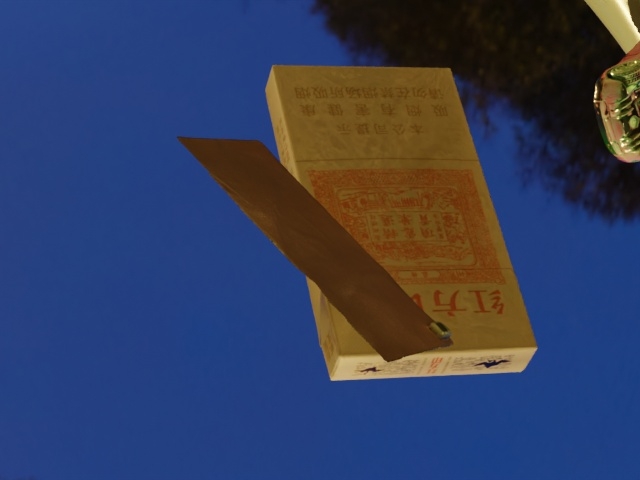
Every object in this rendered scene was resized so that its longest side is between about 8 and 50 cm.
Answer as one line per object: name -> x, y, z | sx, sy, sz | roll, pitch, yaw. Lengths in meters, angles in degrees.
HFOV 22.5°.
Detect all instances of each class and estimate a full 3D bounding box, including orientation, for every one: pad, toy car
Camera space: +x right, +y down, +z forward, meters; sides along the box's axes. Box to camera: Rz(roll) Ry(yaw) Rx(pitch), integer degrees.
pad -> 0.000, 0.000, 0.978 | 0.188, 0.006, 0.113 | 46, -160, 16
toy car -> 0.230, -0.106, 1.117 | 0.055, 0.069, 0.142 | -7, -156, 39

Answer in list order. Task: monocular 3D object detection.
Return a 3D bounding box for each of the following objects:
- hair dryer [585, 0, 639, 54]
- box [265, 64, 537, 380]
hair dryer -> 0.264, -0.212, 1.185 | 0.225, 0.219, 0.088 | -15, -165, -13
box -> 0.074, -0.027, 1.622 | 0.205, 0.051, 0.365 | -1, -126, -18
